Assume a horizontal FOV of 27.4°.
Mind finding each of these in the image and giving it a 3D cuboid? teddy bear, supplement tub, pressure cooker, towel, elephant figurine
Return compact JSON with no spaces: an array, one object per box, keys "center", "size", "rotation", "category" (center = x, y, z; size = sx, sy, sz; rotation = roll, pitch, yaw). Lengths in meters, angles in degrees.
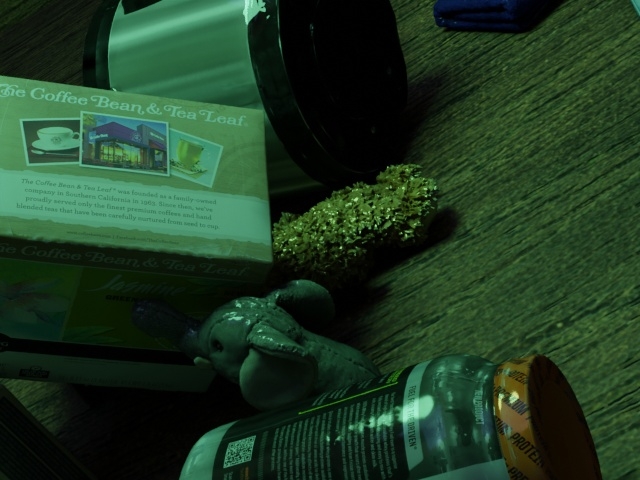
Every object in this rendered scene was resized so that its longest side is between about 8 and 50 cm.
[{"center":[0.000,0.000,1.681],"size":[0.338,0.113,0.245],"rotation":[-26,26,14],"category":"teddy bear"},{"center":[0.061,0.223,1.150],"size":[0.338,0.207,0.207],"rotation":[-21,30,25],"category":"supplement tub"},{"center":[-0.134,-0.224,1.863],"size":[0.420,0.370,0.375],"rotation":[-9,62,33],"category":"pressure cooker"},{"center":[0.340,-0.437,2.071],"size":[0.308,0.076,0.227],"rotation":[-43,22,-16],"category":"towel"},{"center":[-0.048,0.123,1.391],"size":[0.186,0.239,0.169],"rotation":[-40,28,-12],"category":"elephant figurine"}]

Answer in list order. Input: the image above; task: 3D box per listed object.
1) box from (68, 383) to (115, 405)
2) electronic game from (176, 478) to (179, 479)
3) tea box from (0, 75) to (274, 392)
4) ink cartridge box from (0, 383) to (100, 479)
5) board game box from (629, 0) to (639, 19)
[{"center":[-0.363,0.057,1.892],"size":[0.143,0.191,0.381],"rotation":[-36,28,-5],"category":"box"},{"center":[-0.143,0.325,1.374],"size":[0.229,0.048,0.229],"rotation":[-26,28,15],"category":"electronic game"},{"center":[-0.255,0.004,1.514],"size":[0.323,0.329,0.220],"rotation":[118,153,-52],"category":"tea box"},{"center":[-0.410,0.253,1.617],"size":[0.234,0.193,0.088],"rotation":[5,49,49],"category":"ink cartridge box"},{"center":[0.562,-0.357,1.701],"size":[0.318,0.066,0.319],"rotation":[-26,28,16],"category":"board game box"}]
